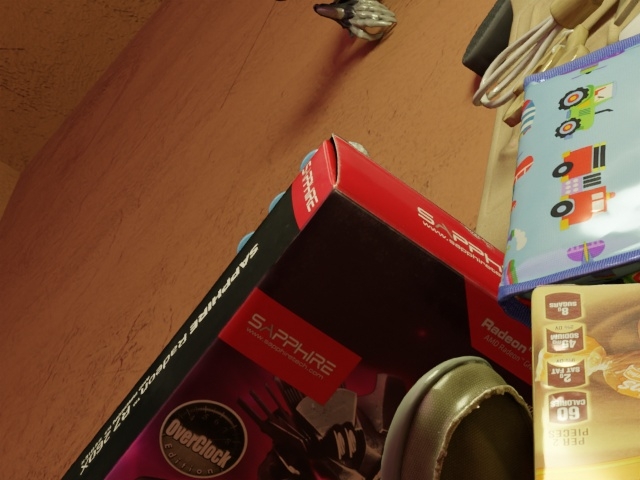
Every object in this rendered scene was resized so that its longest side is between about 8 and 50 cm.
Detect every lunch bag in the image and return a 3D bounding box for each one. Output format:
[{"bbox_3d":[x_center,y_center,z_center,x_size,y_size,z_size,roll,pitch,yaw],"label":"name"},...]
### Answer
[{"bbox_3d":[0.263,-0.048,1.063,0.293,0.138,0.221,-27,29,28],"label":"lunch bag"}]

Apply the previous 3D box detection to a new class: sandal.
[{"bbox_3d":[0.212,-0.240,1.657,0.254,0.054,0.097,-54,7,43],"label":"sandal"}]

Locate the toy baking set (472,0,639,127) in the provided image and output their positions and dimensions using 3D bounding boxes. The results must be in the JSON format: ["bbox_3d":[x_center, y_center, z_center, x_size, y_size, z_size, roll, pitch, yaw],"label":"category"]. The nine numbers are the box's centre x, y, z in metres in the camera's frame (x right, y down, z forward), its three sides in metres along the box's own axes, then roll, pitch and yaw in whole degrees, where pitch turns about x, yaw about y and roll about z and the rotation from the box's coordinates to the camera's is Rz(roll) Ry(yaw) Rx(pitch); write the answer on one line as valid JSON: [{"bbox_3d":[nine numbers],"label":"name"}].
[{"bbox_3d":[0.178,-0.165,1.303,0.197,0.030,0.256,-48,7,4],"label":"toy baking set"}]

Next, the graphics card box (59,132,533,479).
[{"bbox_3d":[-0.012,0.144,1.234,0.371,0.233,0.094,-50,18,17],"label":"graphics card box"}]

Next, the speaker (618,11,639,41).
[{"bbox_3d":[0.249,-0.153,1.161,0.136,0.055,0.055,-46,20,35],"label":"speaker"}]

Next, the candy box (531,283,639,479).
[{"bbox_3d":[0.182,0.138,0.785,0.316,0.183,0.087,-82,-13,-56],"label":"candy box"}]

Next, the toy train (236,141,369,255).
[{"bbox_3d":[0.000,0.000,1.688,0.184,0.105,0.080,-52,12,12],"label":"toy train"}]

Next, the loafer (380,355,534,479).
[{"bbox_3d":[0.102,0.176,0.946,0.094,0.251,0.087,-28,22,-35],"label":"loafer"}]

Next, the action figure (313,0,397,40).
[{"bbox_3d":[0.039,-0.306,2.096,0.275,0.141,0.164,-7,-71,-62],"label":"action figure"}]

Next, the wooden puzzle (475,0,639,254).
[{"bbox_3d":[0.249,-0.165,1.364,0.322,0.080,0.348,-42,27,39],"label":"wooden puzzle"}]
